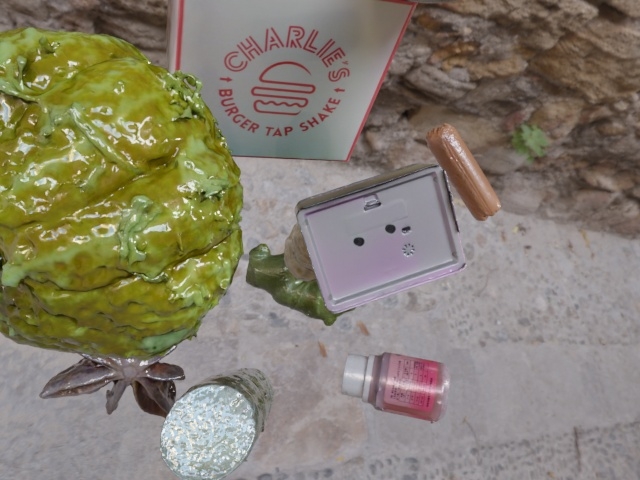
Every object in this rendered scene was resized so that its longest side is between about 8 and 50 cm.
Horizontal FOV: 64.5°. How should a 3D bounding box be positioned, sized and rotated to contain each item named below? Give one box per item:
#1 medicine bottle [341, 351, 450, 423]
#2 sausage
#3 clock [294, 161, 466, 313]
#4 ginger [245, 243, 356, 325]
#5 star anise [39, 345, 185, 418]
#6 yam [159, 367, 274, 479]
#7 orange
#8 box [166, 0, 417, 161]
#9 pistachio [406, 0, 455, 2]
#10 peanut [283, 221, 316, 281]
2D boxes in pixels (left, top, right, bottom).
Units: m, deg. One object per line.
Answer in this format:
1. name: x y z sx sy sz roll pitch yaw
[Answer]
1. medicine bottle: 0.179 0.344 1.223 0.247 0.147 0.147 10 55 10
2. sausage: 0.381 -0.180 1.350 0.289 0.086 0.086 55 48 -10
3. clock: 0.076 -0.005 0.658 0.192 0.071 0.147 -19 104 -3
4. ginger: -0.049 0.098 1.187 0.290 0.089 0.137 31 81 17
5. star anise: -0.357 0.216 0.901 0.257 0.198 0.110 19 14 -19
6. yam: -0.141 0.276 0.827 0.133 0.330 0.133 -1 83 5
7. orange: -0.208 -0.022 0.447 0.301 0.300 0.223 31 36 14
8. box: -0.081 -0.339 0.804 0.314 0.312 0.300 -1 54 -20
9. pistachio: 0.146 -0.341 0.597 0.185 0.108 0.126 -32 91 -18
10. peanut: 0.000 0.000 0.945 0.120 0.298 0.136 6 78 -9
